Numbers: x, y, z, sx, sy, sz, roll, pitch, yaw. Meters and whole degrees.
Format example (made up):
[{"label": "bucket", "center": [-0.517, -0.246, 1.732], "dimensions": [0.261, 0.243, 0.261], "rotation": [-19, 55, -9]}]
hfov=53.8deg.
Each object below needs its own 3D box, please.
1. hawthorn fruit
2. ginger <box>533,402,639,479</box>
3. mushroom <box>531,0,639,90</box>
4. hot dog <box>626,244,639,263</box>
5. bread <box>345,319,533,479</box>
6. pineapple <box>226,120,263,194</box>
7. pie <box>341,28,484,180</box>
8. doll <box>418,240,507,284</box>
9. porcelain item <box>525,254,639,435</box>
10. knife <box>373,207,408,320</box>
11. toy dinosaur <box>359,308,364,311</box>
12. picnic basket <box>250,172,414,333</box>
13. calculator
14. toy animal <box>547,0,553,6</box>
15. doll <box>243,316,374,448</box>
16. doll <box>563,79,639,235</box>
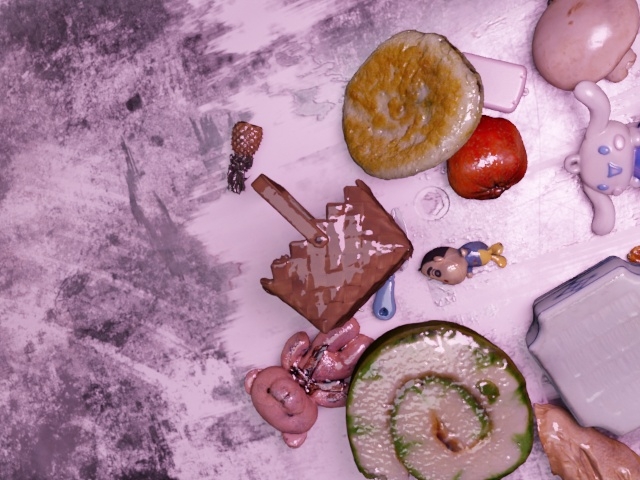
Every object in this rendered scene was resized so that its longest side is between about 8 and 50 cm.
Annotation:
[{"label": "hawthorn fruit", "center": [0.320, -0.179, 1.243], "dimensions": [0.157, 0.157, 0.194], "rotation": [-11, 68, 15]}, {"label": "ginger", "center": [0.544, 0.456, 1.237], "dimensions": [0.354, 0.126, 0.190], "rotation": [43, 108, 6]}, {"label": "mushroom", "center": [0.504, -0.366, 1.168], "dimensions": [0.204, 0.204, 0.204], "rotation": [1, 94, 14]}, {"label": "hot dog", "center": [0.658, 0.045, 1.225], "dimensions": [0.122, 0.037, 0.049], "rotation": [23, 86, 13]}, {"label": "bread", "center": [0.229, 0.352, 1.281], "dimensions": [0.366, 0.129, 0.382], "rotation": [43, 97, 1]}, {"label": "pineapple", "center": [-0.174, -0.182, 1.402], "dimensions": [0.074, 0.074, 0.159], "rotation": [17, 101, 12]}, {"label": "pie", "center": [0.168, -0.264, 1.250], "dimensions": [0.323, 0.070, 0.323], "rotation": [-9, 75, 38]}, {"label": "doll", "center": [0.288, 0.047, 1.297], "dimensions": [0.179, 0.102, 0.089], "rotation": [-10, 49, 18]}, {"label": "porcelain item", "center": [0.558, 0.191, 1.191], "dimensions": [0.286, 0.157, 0.281], "rotation": [-37, 87, 19]}, {"label": "knife", "center": [0.159, 0.053, 1.359], "dimensions": [0.058, 0.032, 0.244], "rotation": [12, 93, 18]}, {"label": "toy dinosaur", "center": [0.041, 0.131, 1.394], "dimensions": [0.119, 0.029, 0.060], "rotation": [14, 81, 10]}, {"label": "picnic basket", "center": [0.000, 0.000, 1.273], "dimensions": [0.321, 0.254, 0.291], "rotation": [45, 95, 7]}, {"label": "calculator", "center": [0.335, -0.320, 1.279], "dimensions": [0.175, 0.032, 0.100], "rotation": [18, 99, 12]}, {"label": "toy animal", "center": [0.439, -0.528, 1.214], "dimensions": [0.269, 0.082, 0.137], "rotation": [-12, 88, 19]}, {"label": "doll", "center": [-0.022, 0.293, 1.359], "dimensions": [0.303, 0.156, 0.201], "rotation": [-44, 82, 9]}, {"label": "doll", "center": [0.579, -0.187, 1.159], "dimensions": [0.242, 0.159, 0.311], "rotation": [-14, 121, 39]}]
